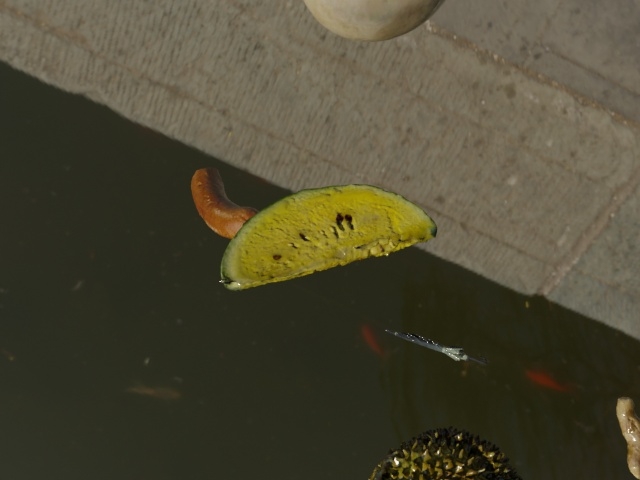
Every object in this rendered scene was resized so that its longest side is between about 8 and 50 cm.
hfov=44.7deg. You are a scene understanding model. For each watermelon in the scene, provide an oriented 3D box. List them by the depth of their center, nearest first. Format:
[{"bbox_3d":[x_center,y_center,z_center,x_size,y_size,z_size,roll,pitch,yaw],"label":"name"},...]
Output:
[{"bbox_3d":[0.000,0.000,1.077,0.301,0.129,0.123,-16,113,-9],"label":"watermelon"}]

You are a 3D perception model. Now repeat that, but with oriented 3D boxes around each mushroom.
[{"bbox_3d":[0.054,-0.332,0.908,0.204,0.204,0.204,4,125,6],"label":"mushroom"}]

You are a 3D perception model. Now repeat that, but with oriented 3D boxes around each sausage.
[{"bbox_3d":[-0.213,-0.070,1.724,0.103,0.302,0.076,-45,131,-2],"label":"sausage"}]

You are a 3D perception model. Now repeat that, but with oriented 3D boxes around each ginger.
[{"bbox_3d":[0.383,0.233,0.925,0.048,0.097,0.030,-2,164,-20],"label":"ginger"}]

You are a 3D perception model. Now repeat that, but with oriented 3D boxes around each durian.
[{"bbox_3d":[0.209,0.437,1.253,0.293,0.258,0.258,-18,124,-14],"label":"durian"}]

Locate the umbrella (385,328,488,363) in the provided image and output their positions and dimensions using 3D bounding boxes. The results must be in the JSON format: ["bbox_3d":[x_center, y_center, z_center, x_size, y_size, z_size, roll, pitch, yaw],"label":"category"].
[{"bbox_3d":[0.284,0.257,1.876,0.269,0.044,0.044,17,117,-8],"label":"umbrella"}]
